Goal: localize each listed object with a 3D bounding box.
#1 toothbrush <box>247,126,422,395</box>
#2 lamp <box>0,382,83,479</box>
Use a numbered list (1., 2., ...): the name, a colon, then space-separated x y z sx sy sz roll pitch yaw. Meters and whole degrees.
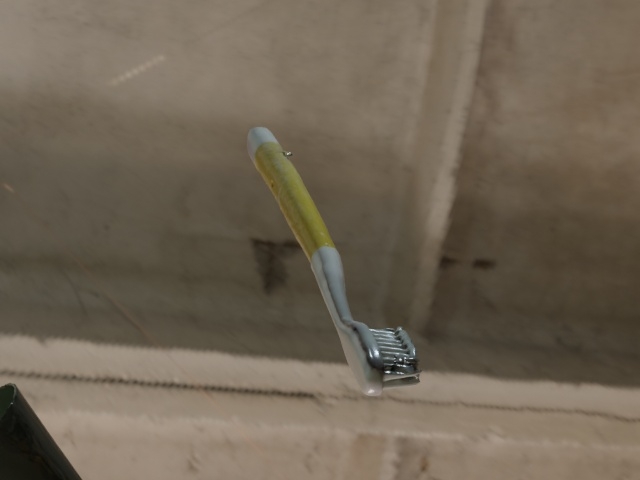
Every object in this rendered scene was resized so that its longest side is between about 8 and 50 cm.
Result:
1. toothbrush: 0.000 0.000 0.804 0.024 0.288 0.021 -3 -66 -12
2. lamp: -0.112 0.097 0.481 0.121 0.041 0.054 -40 -70 6
